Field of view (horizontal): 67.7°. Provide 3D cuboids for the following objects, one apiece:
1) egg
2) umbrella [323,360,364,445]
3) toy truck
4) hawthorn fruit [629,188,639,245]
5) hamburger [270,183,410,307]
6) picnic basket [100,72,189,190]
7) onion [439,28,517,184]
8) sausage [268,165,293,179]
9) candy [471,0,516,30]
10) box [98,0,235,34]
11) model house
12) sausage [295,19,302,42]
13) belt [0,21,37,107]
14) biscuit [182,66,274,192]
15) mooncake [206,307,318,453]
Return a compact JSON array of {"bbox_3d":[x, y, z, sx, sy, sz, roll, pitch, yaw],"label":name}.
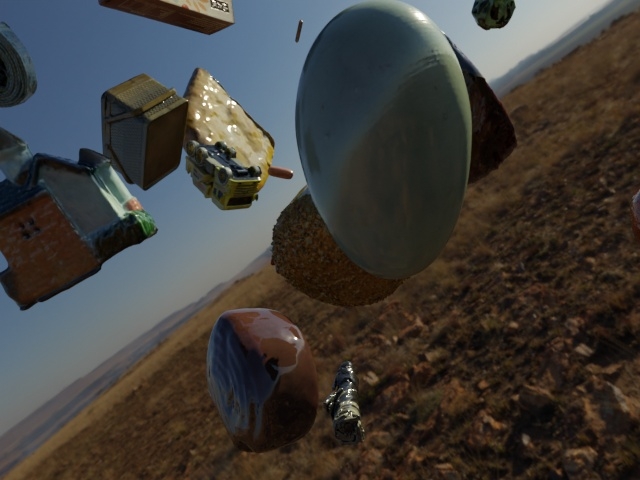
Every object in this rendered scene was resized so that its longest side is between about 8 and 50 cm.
[{"bbox_3d":[0.085,-0.121,0.645,0.230,0.371,0.230,-7,20,3],"label":"egg"},{"bbox_3d":[0.074,0.488,1.478,0.106,0.113,0.357,-17,14,6],"label":"umbrella"},{"bbox_3d":[-0.298,-0.184,1.405,0.124,0.272,0.157,-11,-51,-43],"label":"toy truck"},{"bbox_3d":[0.859,-0.090,1.073,0.287,0.330,0.287,-19,53,27],"label":"hawthorn fruit"},{"bbox_3d":[0.041,0.013,0.935,0.294,0.276,0.179,-58,7,49],"label":"hamburger"},{"bbox_3d":[-0.457,-0.279,1.247,0.165,0.139,0.266,-52,-8,-43],"label":"picnic basket"},{"bbox_3d":[0.184,-0.224,0.902,0.260,0.336,0.282,-40,16,11],"label":"onion"},{"bbox_3d":[-0.129,-0.218,1.539,0.034,0.083,0.034,-169,90,-81],"label":"sausage"},{"bbox_3d":[0.395,-0.551,0.976,0.305,0.091,0.083,100,-172,-74],"label":"candy"},{"bbox_3d":[-0.438,-0.795,1.321,0.122,0.344,0.385,-6,5,35],"label":"box"},{"bbox_3d":[-0.463,-0.068,0.832,0.253,0.291,0.184,-29,19,-10],"label":"model house"},{"bbox_3d":[-0.076,-0.732,1.674,0.015,0.015,0.100,-38,-11,-25],"label":"sausage"},{"bbox_3d":[-0.741,-0.393,1.099,0.148,0.163,0.082,-31,23,3],"label":"belt"},{"bbox_3d":[-0.346,-0.362,1.771,0.104,0.429,0.446,-24,45,30],"label":"biscuit"},{"bbox_3d":[-0.153,0.314,1.092,0.174,0.326,0.334,0,-30,-36],"label":"mooncake"}]
